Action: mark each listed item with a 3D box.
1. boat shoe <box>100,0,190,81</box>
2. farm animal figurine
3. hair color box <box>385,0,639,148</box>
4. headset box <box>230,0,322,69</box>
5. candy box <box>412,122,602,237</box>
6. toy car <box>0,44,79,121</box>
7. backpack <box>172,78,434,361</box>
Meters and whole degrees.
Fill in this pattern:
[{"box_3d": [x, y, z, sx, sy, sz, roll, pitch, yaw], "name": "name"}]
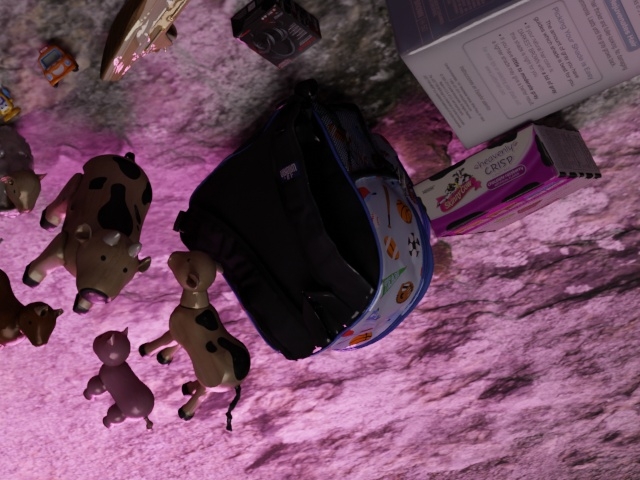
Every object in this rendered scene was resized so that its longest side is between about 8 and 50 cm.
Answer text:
[{"box_3d": [-0.172, -0.219, 1.358, 0.059, 0.063, 0.170, 18, 135, -25], "name": "boat shoe"}, {"box_3d": [-0.224, 0.029, 1.462, 0.330, 0.326, 0.172, 19, 133, -37], "name": "farm animal figurine"}, {"box_3d": [0.276, -0.255, 1.383, 0.375, 0.113, 0.185, -23, 143, 17], "name": "hair color box"}, {"box_3d": [-0.044, -0.223, 1.412, 0.062, 0.032, 0.083, -32, 137, 27], "name": "headset box"}, {"box_3d": [0.225, -0.070, 1.569, 0.159, 0.071, 0.233, -28, 171, 21], "name": "candy box"}, {"box_3d": [-0.308, -0.166, 1.405, 0.122, 0.060, 0.040, -32, 107, 17], "name": "toy car"}, {"box_3d": [0.000, 0.000, 1.532, 0.213, 0.263, 0.276, 2, 145, -43], "name": "backpack"}]
